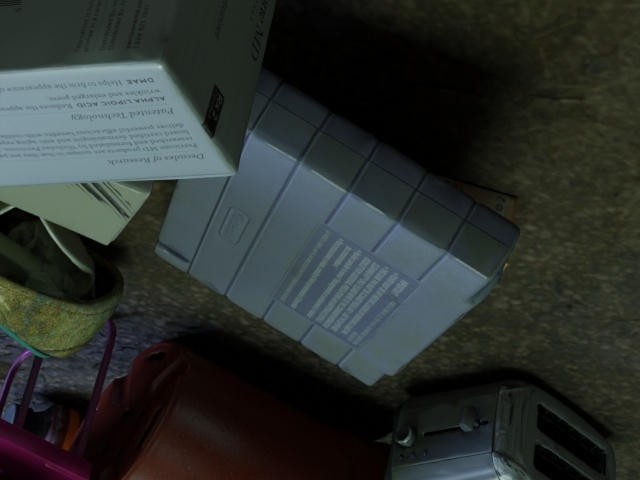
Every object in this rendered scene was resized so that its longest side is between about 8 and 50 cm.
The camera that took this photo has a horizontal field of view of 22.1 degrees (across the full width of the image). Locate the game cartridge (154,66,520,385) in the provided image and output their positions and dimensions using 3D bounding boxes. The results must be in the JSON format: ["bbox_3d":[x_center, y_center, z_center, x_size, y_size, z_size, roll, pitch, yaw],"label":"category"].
[{"bbox_3d":[0.000,0.000,1.211,0.230,0.068,0.355,28,160,-3],"label":"game cartridge"}]

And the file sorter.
[{"bbox_3d":[-0.365,0.105,1.504,0.291,0.182,0.202,32,143,-31],"label":"file sorter"}]

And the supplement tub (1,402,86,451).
[{"bbox_3d":[-0.253,0.242,1.761,0.198,0.106,0.106,24,147,-20],"label":"supplement tub"}]

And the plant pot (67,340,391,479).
[{"bbox_3d":[-0.095,0.248,1.588,0.265,0.272,0.272,37,142,-21],"label":"plant pot"}]

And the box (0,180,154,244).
[{"bbox_3d":[-0.250,-0.107,1.186,0.275,0.113,0.094,22,147,-18],"label":"box"}]

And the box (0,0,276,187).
[{"bbox_3d":[-0.136,-0.140,1.019,0.182,0.181,0.119,-2,149,21],"label":"box"}]

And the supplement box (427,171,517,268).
[{"bbox_3d":[0.097,-0.013,1.258,0.098,0.062,0.036,15,150,-6],"label":"supplement box"}]

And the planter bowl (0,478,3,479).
[{"bbox_3d":[-0.334,0.260,1.481,0.217,0.090,0.217,8,149,5],"label":"planter bowl"}]

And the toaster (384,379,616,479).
[{"bbox_3d":[0.180,0.224,1.554,0.146,0.129,0.227,-21,134,39],"label":"toaster"}]

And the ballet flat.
[{"bbox_3d":[-0.302,-0.020,1.363,0.123,0.123,0.348,-17,138,40],"label":"ballet flat"}]
